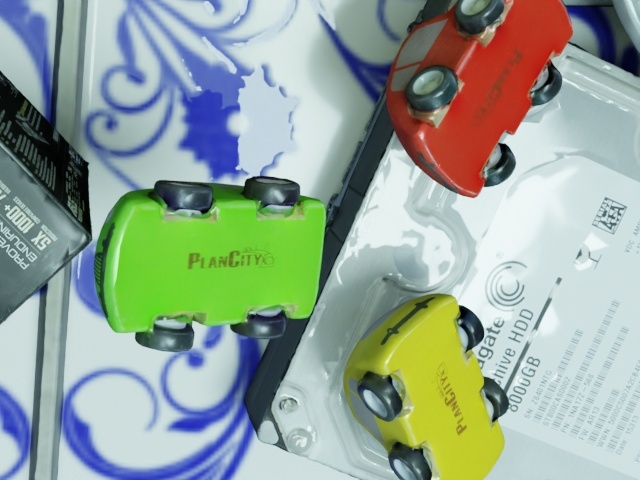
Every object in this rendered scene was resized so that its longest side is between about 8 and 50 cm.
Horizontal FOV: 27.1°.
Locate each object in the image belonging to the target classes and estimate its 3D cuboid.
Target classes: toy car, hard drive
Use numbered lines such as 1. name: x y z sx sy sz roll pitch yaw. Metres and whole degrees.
1. toy car: 0.000 0.000 0.543 0.225 0.053 0.239 -2 103 -40
2. hard drive: 0.160 0.047 0.680 0.339 0.064 0.237 23 97 -14

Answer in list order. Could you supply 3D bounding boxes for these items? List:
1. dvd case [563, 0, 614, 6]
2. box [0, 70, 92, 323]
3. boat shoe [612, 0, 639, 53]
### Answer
1. dvd case: 0.167 -0.233 0.638 0.179 0.029 0.239 -2 102 -10
2. box: -0.169 -0.044 0.536 0.077 0.180 0.147 -42 106 0
3. boat shoe: 0.260 -0.072 0.636 0.302 0.094 0.109 29 104 -13
